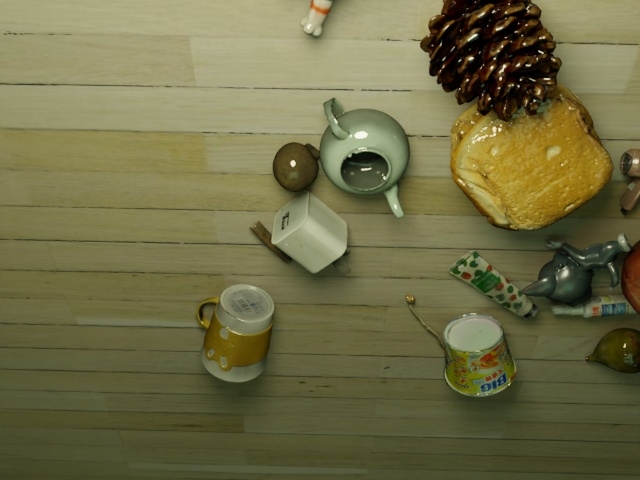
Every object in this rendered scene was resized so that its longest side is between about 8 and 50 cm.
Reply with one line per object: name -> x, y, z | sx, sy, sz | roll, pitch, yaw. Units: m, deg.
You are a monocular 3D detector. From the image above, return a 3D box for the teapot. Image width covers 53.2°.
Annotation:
teapot -> 0.093, -0.181, 1.360 | 0.193, 0.129, 0.294 | -27, 126, 22

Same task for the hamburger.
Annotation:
hamburger -> 0.430, -0.172, 1.328 | 0.284, 0.174, 0.304 | -30, 124, 23

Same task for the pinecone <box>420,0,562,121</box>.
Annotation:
pinecone -> 0.307, -0.335, 1.147 | 0.224, 0.272, 0.224 | -26, 163, -9

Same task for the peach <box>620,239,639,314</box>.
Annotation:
peach -> 0.839, 0.085, 1.509 | 0.252, 0.252, 0.252 | 1, 132, 1

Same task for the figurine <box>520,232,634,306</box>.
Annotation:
figurine -> 0.654, 0.074, 1.570 | 0.193, 0.140, 0.265 | 16, 157, -35

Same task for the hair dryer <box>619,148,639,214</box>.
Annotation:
hair dryer -> 0.715, -0.125, 1.442 | 0.117, 0.064, 0.181 | 6, 137, -2

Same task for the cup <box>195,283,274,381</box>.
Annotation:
cup -> -0.240, 0.233, 1.730 | 0.241, 0.185, 0.226 | 31, 127, 16

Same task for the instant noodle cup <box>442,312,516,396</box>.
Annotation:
instant noodle cup -> 0.428, 0.302, 1.753 | 0.205, 0.205, 0.153 | -10, 121, 10

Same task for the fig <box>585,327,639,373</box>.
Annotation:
fig -> 0.842, 0.331, 1.801 | 0.133, 0.126, 0.185 | 13, 128, -27

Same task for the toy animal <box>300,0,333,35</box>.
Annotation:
toy animal -> 0.032, -0.491, 1.099 | 0.140, 0.138, 0.282 | 36, 147, -17

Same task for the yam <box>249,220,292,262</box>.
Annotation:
yam -> -0.122, 0.004, 1.599 | 0.032, 0.032, 0.145 | -28, 124, 24

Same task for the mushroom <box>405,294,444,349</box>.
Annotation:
mushroom -> 0.302, 0.242, 1.807 | 0.026, 0.028, 0.286 | -47, 128, -15

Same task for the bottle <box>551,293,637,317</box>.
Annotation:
bottle -> 0.732, 0.176, 1.709 | 0.217, 0.060, 0.060 | -5, 131, 7

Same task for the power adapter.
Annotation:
power adapter -> 0.000, 0.000, 1.524 | 0.125, 0.130, 0.205 | -35, 121, 28

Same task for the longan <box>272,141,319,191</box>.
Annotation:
longan -> -0.050, -0.167, 1.407 | 0.119, 0.106, 0.106 | -43, 128, -14

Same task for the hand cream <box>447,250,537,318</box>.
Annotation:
hand cream -> 0.460, 0.121, 1.671 | 0.276, 0.059, 0.095 | 33, 123, -19
